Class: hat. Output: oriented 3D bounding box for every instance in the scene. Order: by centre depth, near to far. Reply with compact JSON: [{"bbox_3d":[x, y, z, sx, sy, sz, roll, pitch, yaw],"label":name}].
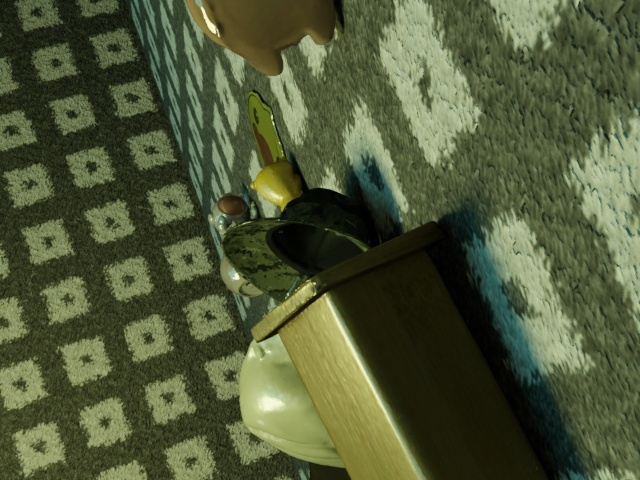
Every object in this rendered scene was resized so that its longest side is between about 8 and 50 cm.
[{"bbox_3d":[0.000,0.000,1.113,0.265,0.266,0.128,91,-169,-55],"label":"hat"}]

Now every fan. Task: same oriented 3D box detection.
[{"bbox_3d":[-0.109,-0.169,1.611,0.335,0.011,0.229,99,149,-63],"label":"fan"}]

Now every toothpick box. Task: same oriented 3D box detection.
[{"bbox_3d":[0.093,0.170,0.856,0.308,0.190,0.187,62,144,11],"label":"toothpick box"}]

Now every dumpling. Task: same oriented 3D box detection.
[{"bbox_3d":[0.021,0.283,1.242,0.315,0.233,0.395,42,156,33],"label":"dumpling"}]

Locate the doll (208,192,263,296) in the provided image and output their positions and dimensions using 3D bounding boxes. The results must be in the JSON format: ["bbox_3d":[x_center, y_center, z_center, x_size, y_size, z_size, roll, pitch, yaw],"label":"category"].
[{"bbox_3d":[-0.200,0.002,1.944,0.151,0.151,0.287,91,160,-55],"label":"doll"}]

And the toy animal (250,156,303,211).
[{"bbox_3d":[-0.054,-0.069,1.401,0.159,0.083,0.070,53,166,30],"label":"toy animal"}]

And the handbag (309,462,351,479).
[{"bbox_3d":[0.065,0.436,1.526,0.257,0.114,0.285,45,144,50],"label":"handbag"}]

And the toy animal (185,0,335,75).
[{"bbox_3d":[-0.101,-0.361,0.994,0.213,0.195,0.256,50,-175,-40],"label":"toy animal"}]
